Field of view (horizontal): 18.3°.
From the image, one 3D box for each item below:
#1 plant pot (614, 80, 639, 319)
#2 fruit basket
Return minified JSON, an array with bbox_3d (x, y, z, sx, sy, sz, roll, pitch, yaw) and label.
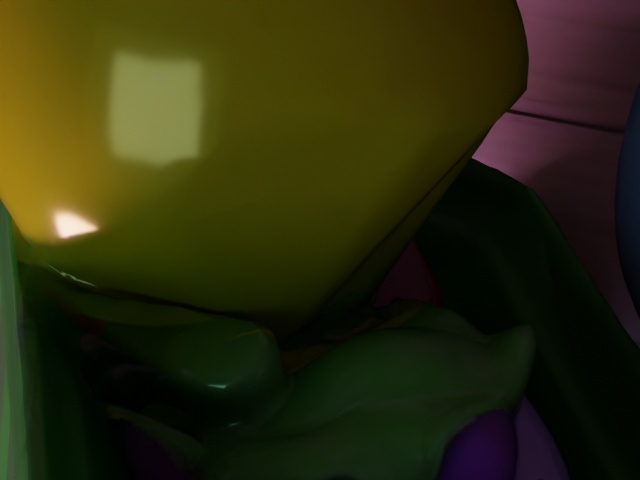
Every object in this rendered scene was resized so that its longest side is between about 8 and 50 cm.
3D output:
[{"bbox_3d":[0.246,-0.006,0.683,0.235,0.293,0.293,26,129,42],"label":"plant pot"},{"bbox_3d":[0.000,0.000,0.667,0.283,0.392,0.392,14,133,-18],"label":"fruit basket"}]
